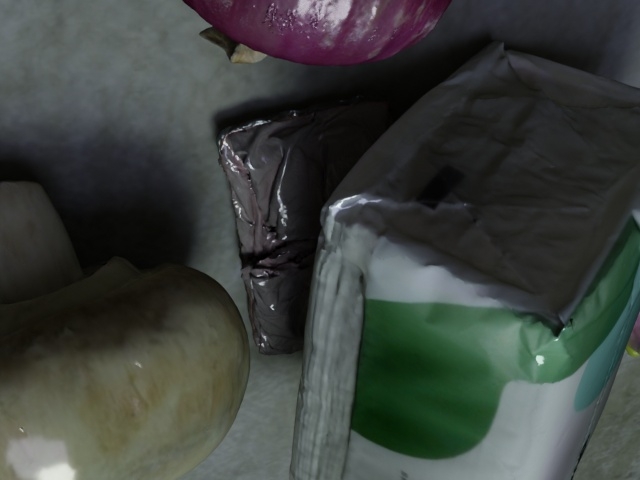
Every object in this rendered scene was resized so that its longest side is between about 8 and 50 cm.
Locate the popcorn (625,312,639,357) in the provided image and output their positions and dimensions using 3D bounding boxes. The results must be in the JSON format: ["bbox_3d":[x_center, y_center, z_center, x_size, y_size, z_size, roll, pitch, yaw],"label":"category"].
[{"bbox_3d":[0.286,0.036,0.914,0.126,0.125,0.145,-9,153,-41],"label":"popcorn"}]

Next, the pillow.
[{"bbox_3d":[0.000,0.000,0.829,0.135,0.049,0.248,-17,138,-11],"label":"pillow"}]

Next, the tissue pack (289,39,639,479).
[{"bbox_3d":[0.116,0.073,0.776,0.266,0.194,0.356,-46,152,-42],"label":"tissue pack"}]

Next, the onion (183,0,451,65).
[{"bbox_3d":[-0.006,-0.167,0.580,0.177,0.177,0.153,2,103,-22],"label":"onion"}]

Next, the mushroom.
[{"bbox_3d":[-0.180,0.069,0.722,0.254,0.260,0.234,-17,99,7],"label":"mushroom"}]
